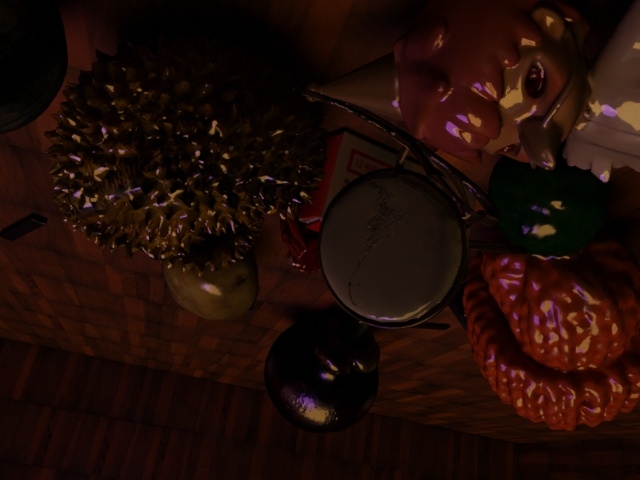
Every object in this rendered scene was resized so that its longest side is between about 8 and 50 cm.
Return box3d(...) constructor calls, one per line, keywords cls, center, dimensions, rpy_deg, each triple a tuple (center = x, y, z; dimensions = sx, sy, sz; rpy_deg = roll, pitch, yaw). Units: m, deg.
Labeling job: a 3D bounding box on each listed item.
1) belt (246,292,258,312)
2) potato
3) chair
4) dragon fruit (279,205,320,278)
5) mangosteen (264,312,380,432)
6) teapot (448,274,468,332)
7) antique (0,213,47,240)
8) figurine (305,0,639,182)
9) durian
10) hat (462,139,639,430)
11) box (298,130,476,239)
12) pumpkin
box3d(cls="belt", center=(-0.207, 0.122, 1.284), dimensions=(0.105, 0.058, 0.140), rpy_deg=(3, 159, 30))
box3d(cls="potato", center=(-0.202, 0.060, 1.027), dimensions=(0.197, 0.148, 0.228), rpy_deg=(19, 150, 11))
box3d(cls="chair", center=(0.069, -0.003, 0.503), dimensions=(0.170, 0.160, 0.326), rpy_deg=(-51, 157, 17))
box3d(cls="dragon fruit", center=(-0.015, -0.012, 0.929), dimensions=(0.092, 0.122, 0.192), rpy_deg=(46, 167, 17))
box3d(cls="mangosteen", center=(0.008, 0.328, 1.377), dimensions=(0.297, 0.296, 0.313), rpy_deg=(13, 159, -7))
box3d(cls="teapot", center=(0.272, 0.120, 0.969), dimensions=(0.096, 0.177, 0.087), rpy_deg=(4, 132, -31))
box3d(cls="antique", center=(-0.624, -0.026, 1.164), dimensions=(0.192, 0.015, 0.031), rpy_deg=(-14, 146, 41))
box3d(cls="figurine", center=(0.175, -0.125, 0.453), dimensions=(0.387, 0.166, 0.207), rpy_deg=(6, 153, 6))
box3d(cls="durian", center=(-0.122, -0.093, 0.573), dimensions=(0.293, 0.258, 0.258), rpy_deg=(0, 159, -17))
box3d(cls="hat", center=(0.331, 0.052, 0.714), dimensions=(0.285, 0.285, 0.400), rpy_deg=(4, 144, 12))
box3d(cls="box", center=(0.093, -0.043, 0.721), dimensions=(0.229, 0.123, 0.050), rpy_deg=(19, 164, -22))
box3d(cls="pumpkin", center=(-0.351, -0.182, 0.473), dimensions=(0.250, 0.216, 0.250), rpy_deg=(30, 173, 4))
